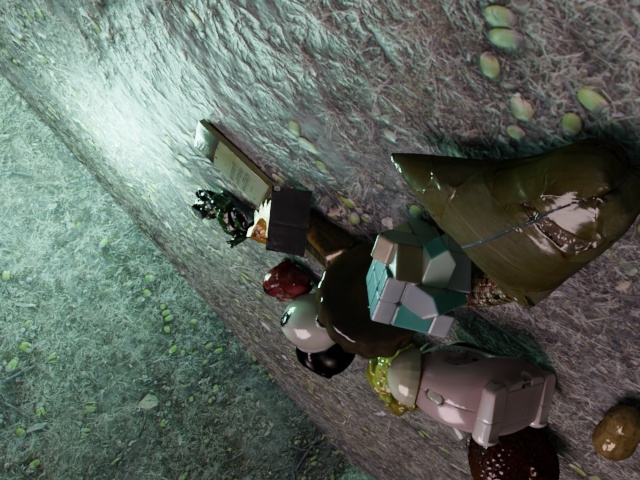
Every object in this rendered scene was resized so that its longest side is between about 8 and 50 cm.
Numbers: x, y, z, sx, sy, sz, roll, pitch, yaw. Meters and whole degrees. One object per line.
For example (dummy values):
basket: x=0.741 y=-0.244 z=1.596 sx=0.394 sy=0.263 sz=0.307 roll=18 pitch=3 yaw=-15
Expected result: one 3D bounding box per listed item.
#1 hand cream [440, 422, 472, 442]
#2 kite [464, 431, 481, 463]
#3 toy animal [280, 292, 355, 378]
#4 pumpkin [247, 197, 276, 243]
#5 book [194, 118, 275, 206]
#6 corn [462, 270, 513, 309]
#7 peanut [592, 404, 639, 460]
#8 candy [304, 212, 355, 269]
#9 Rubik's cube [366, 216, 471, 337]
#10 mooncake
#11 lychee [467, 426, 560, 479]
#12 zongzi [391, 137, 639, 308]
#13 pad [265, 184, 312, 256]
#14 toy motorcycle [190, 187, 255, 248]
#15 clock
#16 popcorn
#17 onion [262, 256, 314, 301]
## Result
hand cream: x=0.413 y=0.586 z=2.229 sx=0.340 sy=0.078 sz=0.124 roll=43 pitch=159 yaw=13
kite: x=0.427 y=0.498 z=1.859 sx=0.015 sy=0.286 sz=0.152 roll=-1 pitch=154 yaw=-8
toy animal: x=-0.005 y=0.315 z=2.210 sx=0.251 sy=0.251 sz=0.310 roll=23 pitch=158 yaw=39
pumpkin: x=-0.115 y=-0.047 z=1.944 sx=0.149 sy=0.131 sz=0.254 roll=19 pitch=171 yaw=-22
book: x=-0.269 y=-0.231 z=1.938 sx=0.289 sy=0.026 sz=0.201 roll=43 pitch=158 yaw=-1
corn: x=0.382 y=0.098 z=1.375 sx=0.086 sy=0.086 sz=0.253 roll=46 pitch=156 yaw=-8
peanut: x=0.685 y=0.446 z=1.463 sx=0.095 sy=0.108 sz=0.226 roll=36 pitch=155 yaw=29
candy: x=0.000 y=0.000 z=1.814 sx=0.271 sy=0.101 sz=0.143 roll=39 pitch=150 yaw=36
Rubik's cube: x=0.210 y=0.069 z=1.390 sx=0.224 sy=0.265 sz=0.213 roll=14 pitch=118 yaw=-9
mooncake: x=0.132 y=0.161 z=1.637 sx=0.290 sy=0.290 sz=0.161 roll=36 pitch=159 yaw=17
lychee: x=0.554 y=0.643 z=1.846 sx=0.260 sy=0.260 sz=0.261 roll=35 pitch=157 yaw=18
zongzi: x=0.303 y=-0.100 z=1.053 sx=0.393 sy=0.174 sz=0.356 roll=45 pitch=154 yaw=11
pad: x=-0.089 y=-0.053 z=1.774 sx=0.116 sy=0.004 sz=0.193 roll=10 pitch=107 yaw=9
toy motorcycle: x=-0.332 y=-0.081 z=2.204 sx=0.274 sy=0.124 sz=0.187 roll=31 pitch=145 yaw=32
clock: x=0.370 y=0.362 z=1.598 sx=0.342 sy=0.184 sz=0.325 roll=8 pitch=-177 yaw=-42
popcorn: x=0.260 y=0.434 z=1.984 sx=0.259 sy=0.259 sz=0.212 roll=85 pitch=175 yaw=-59
onion: x=-0.114 y=0.133 z=2.214 sx=0.183 sy=0.147 sz=0.184 roll=4 pitch=163 yaw=1
